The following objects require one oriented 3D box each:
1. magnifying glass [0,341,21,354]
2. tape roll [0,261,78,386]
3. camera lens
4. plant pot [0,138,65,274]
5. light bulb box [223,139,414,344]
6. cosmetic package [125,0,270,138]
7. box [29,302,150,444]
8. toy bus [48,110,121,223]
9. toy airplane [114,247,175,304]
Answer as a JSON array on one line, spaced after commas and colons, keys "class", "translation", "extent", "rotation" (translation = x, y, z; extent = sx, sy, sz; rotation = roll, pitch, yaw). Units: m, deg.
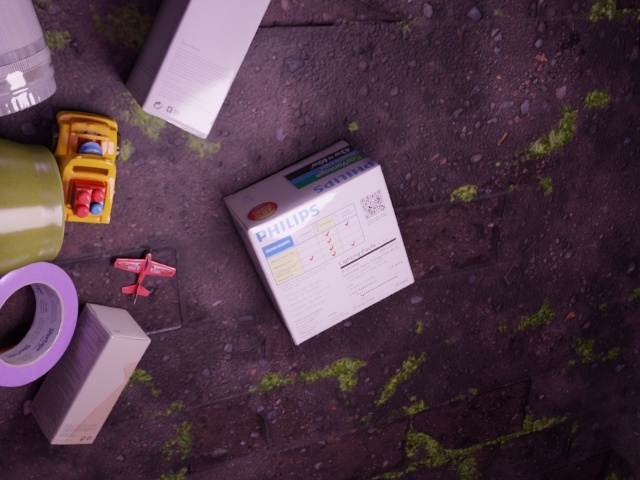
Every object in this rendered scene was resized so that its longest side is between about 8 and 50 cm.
[{"class": "magnifying glass", "translation": [-0.689, 0.249, 1.675], "extent": [0.231, 0.026, 0.092], "rotation": [-19, 121, -19]}, {"class": "tape roll", "translation": [-0.659, 0.171, 1.520], "extent": [0.275, 0.090, 0.275], "rotation": [-37, 134, -52]}, {"class": "camera lens", "translation": [-0.624, -0.381, 1.274], "extent": [0.219, 0.219, 0.274], "rotation": [-20, 121, -16]}, {"class": "plant pot", "translation": [-0.696, -0.061, 1.345], "extent": [0.353, 0.366, 0.366], "rotation": [-5, 117, -35]}, {"class": "light bulb box", "translation": [0.000, 0.000, 1.767], "extent": [0.358, 0.225, 0.361], "rotation": [-27, 122, -11]}, {"class": "cosmetic package", "translation": [-0.243, -0.436, 1.442], "extent": [0.156, 0.217, 0.385], "rotation": [22, 105, -32]}, {"class": "box", "translation": [-0.555, 0.321, 1.687], "extent": [0.121, 0.148, 0.311], "rotation": [20, 106, -51]}, {"class": "toy bus", "translation": [-0.490, -0.140, 1.467], "extent": [0.149, 0.211, 0.220], "rotation": [5, 110, -26]}, {"class": "toy airplane", "translation": [-0.433, 0.085, 1.714], "extent": [0.151, 0.028, 0.151], "rotation": [-10, 118, -20]}]
